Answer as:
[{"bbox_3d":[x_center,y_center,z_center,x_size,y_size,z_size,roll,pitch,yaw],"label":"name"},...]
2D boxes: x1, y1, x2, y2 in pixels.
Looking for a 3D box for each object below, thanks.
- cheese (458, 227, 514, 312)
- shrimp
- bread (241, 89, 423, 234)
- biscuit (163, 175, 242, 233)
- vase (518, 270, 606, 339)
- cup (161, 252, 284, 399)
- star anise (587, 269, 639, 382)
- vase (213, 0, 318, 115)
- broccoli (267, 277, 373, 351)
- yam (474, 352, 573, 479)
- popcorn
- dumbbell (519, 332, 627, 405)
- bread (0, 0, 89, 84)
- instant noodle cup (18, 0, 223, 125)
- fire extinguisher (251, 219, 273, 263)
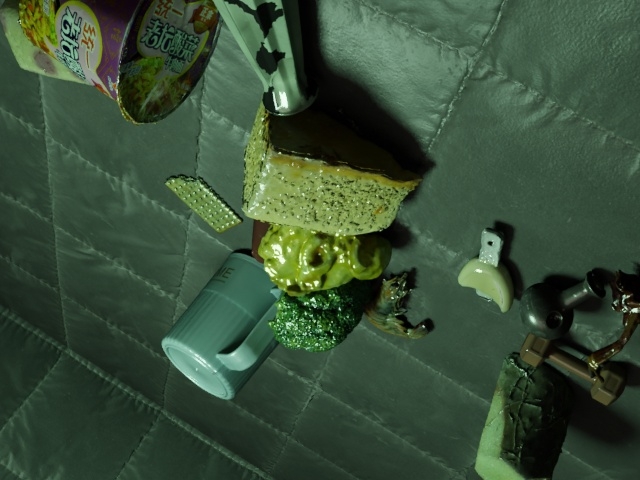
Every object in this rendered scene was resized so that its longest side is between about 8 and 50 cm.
[{"bbox_3d":[0.356,0.056,1.887,0.127,0.050,0.235,23,148,19],"label":"cheese"},{"bbox_3d":[0.201,0.170,2.184,0.169,0.058,0.296,27,152,0],"label":"shrimp"},{"bbox_3d":[0.001,-0.168,1.863,0.315,0.279,0.248,5,135,-21],"label":"bread"},{"bbox_3d":[-0.300,-0.099,2.318,0.203,0.016,0.144,45,147,-18],"label":"biscuit"},{"bbox_3d":[0.490,0.123,1.814,0.120,0.120,0.183,42,130,-12],"label":"vase"},{"bbox_3d":[-0.210,0.242,2.371,0.331,0.311,0.257,20,149,36],"label":"cup"},{"bbox_3d":[0.621,0.167,1.701,0.237,0.148,0.346,39,135,0],"label":"star anise"},{"bbox_3d":[-0.098,-0.393,1.624,0.165,0.165,0.360,17,149,26],"label":"vase"},{"bbox_3d":[-0.003,0.154,2.180,0.269,0.242,0.261,-16,155,-4],"label":"broccoli"},{"bbox_3d":[0.472,0.443,2.095,0.201,0.271,0.202,22,152,17],"label":"yam"},{"bbox_3d":[0.000,0.000,2.004,0.285,0.174,0.225,-13,116,19],"label":"popcorn"},{"bbox_3d":[0.552,0.271,1.961,0.230,0.092,0.082,28,177,11],"label":"dumbbell"},{"bbox_3d":[-0.525,-0.434,1.949,0.338,0.155,0.187,17,140,27],"label":"bread"},{"bbox_3d":[-0.373,-0.413,1.652,0.265,0.340,0.340,26,147,13],"label":"instant noodle cup"},{"bbox_3d":[-0.118,-0.051,2.140,0.104,0.105,0.269,28,148,11],"label":"fire extinguisher"}]
